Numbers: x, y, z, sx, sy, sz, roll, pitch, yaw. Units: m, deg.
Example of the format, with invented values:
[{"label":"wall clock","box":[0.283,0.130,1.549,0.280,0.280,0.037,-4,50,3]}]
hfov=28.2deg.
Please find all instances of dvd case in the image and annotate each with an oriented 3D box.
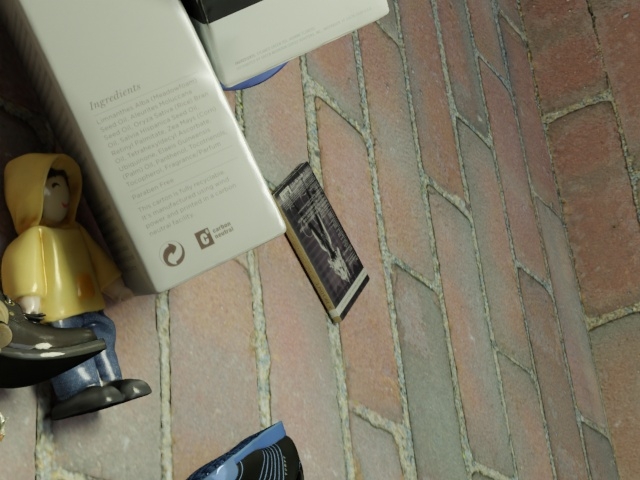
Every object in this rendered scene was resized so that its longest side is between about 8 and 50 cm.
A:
[{"label":"dvd case","box":[0.000,0.000,1.973,0.221,0.018,0.164,61,26,-12]}]

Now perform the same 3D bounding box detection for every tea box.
[{"label":"tea box","box":[-0.120,-0.398,1.432,0.329,0.220,0.323,41,-27,53]}]

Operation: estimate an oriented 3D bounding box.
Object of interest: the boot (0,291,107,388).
[{"label":"boot","box":[-0.333,0.020,1.204,0.263,0.091,0.229,4,64,-42]}]

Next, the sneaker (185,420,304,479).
[{"label":"sneaker","box":[-0.081,0.287,1.522,0.090,0.081,0.232,62,24,4]}]

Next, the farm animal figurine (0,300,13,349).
[{"label":"farm animal figurine","box":[-0.344,0.202,0.929,0.330,0.172,0.326,-25,94,-21]}]

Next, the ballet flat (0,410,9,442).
[{"label":"ballet flat","box":[-0.354,0.190,1.083,0.091,0.077,0.241,63,27,-7]}]

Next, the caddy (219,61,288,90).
[{"label":"caddy","box":[-0.135,-0.372,1.754,0.341,0.241,0.179,68,19,2]}]

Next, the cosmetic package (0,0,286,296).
[{"label":"cosmetic package","box":[-0.222,-0.174,1.403,0.453,0.161,0.230,65,-15,-4]}]

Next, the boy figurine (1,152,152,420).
[{"label":"boy figurine","box":[-0.264,0.043,1.356,0.177,0.092,0.285,0,73,-59]}]
